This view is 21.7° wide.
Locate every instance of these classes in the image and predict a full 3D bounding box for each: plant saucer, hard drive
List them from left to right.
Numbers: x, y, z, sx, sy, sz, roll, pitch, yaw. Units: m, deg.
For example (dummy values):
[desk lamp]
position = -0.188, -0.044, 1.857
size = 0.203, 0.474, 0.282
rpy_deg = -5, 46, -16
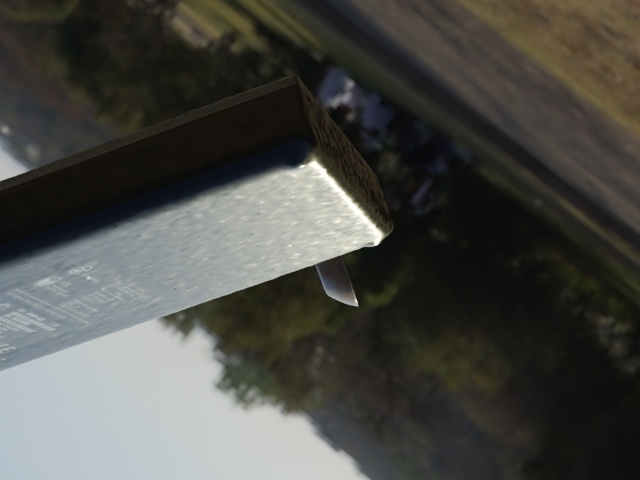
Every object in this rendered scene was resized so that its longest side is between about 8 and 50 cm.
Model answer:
[hard drive]
position = -0.054, 0.002, 0.431
size = 0.094, 0.135, 0.022
rpy_deg = 43, -151, -71
[plant saucer]
position = 0.000, 0.000, 0.932
size = 0.083, 0.015, 0.083
rpy_deg = 160, 90, -89
